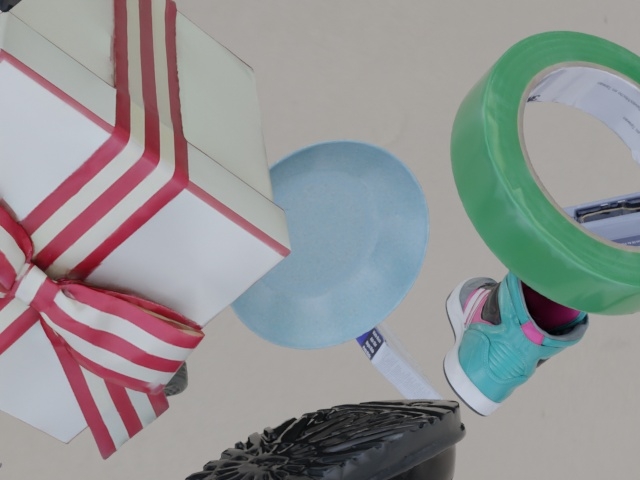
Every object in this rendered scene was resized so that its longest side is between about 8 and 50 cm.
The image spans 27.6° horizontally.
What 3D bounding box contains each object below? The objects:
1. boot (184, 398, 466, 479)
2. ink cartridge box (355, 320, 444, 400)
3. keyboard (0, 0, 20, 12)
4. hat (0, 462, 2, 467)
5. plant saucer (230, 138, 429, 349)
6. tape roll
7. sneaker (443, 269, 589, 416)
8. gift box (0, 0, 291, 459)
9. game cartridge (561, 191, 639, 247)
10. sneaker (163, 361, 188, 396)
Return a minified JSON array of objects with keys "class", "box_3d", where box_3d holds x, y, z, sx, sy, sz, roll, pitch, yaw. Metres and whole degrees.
[{"class":"boot","box_3d":[-0.010,0.272,0.889,0.131,0.348,0.260,-1,107,46]},{"class":"ink cartridge box","box_3d":[0.077,0.142,1.991,0.045,0.223,0.224,-40,125,2]},{"class":"keyboard","box_3d":[-0.184,-0.236,0.563,0.033,0.317,0.201,-32,52,-16]},{"class":"hat","box_3d":[-0.285,0.186,0.583,0.173,0.208,0.183,-35,44,32]},{"class":"plant saucer","box_3d":[0.000,0.000,1.123,0.195,0.037,0.195,-10,115,-21]},{"class":"tape roll","box_3d":[0.300,-0.077,1.436,0.321,0.321,0.077,50,143,5]},{"class":"sneaker","box_3d":[0.245,0.082,1.619,0.124,0.295,0.178,43,111,-11]},{"class":"gift box","box_3d":[-0.188,-0.021,0.870,0.255,0.258,0.276,31,117,-28]},{"class":"game cartridge","box_3d":[0.474,0.011,1.845,0.294,0.060,0.196,-11,131,21]},{"class":"sneaker","box_3d":[-0.224,0.093,1.264,0.227,0.087,0.130,-13,64,31]}]
